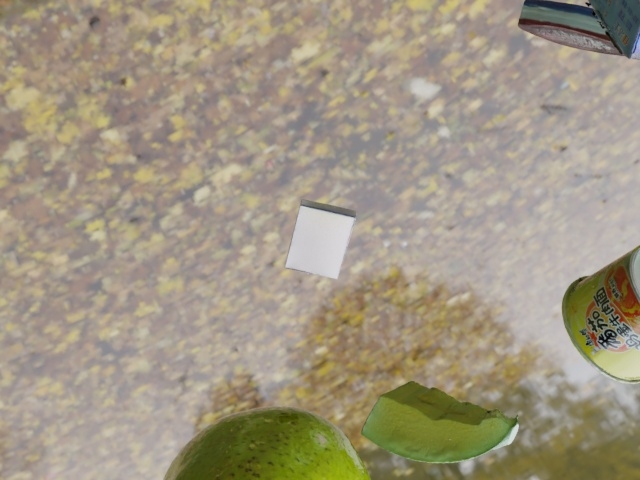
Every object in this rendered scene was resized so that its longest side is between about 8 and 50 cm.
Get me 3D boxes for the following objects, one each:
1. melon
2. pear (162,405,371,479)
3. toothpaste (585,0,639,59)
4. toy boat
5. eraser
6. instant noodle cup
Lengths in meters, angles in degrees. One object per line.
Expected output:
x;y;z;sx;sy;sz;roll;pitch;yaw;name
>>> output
0.262;0.387;2.025;0.196;0.324;0.124;-26;116;-42;melon
-0.116;0.390;1.412;0.343;0.238;0.318;-28;-179;9;pear
0.279;-0.258;0.928;0.053;0.272;0.066;5;128;-9;toothpaste
0.400;-0.316;1.483;0.046;0.229;0.080;-50;139;-17;toy boat
0.000;0.000;1.771;0.104;0.023;0.150;12;128;-4;eraser
0.661;0.138;2.033;0.264;0.264;0.200;-12;154;-31;instant noodle cup
